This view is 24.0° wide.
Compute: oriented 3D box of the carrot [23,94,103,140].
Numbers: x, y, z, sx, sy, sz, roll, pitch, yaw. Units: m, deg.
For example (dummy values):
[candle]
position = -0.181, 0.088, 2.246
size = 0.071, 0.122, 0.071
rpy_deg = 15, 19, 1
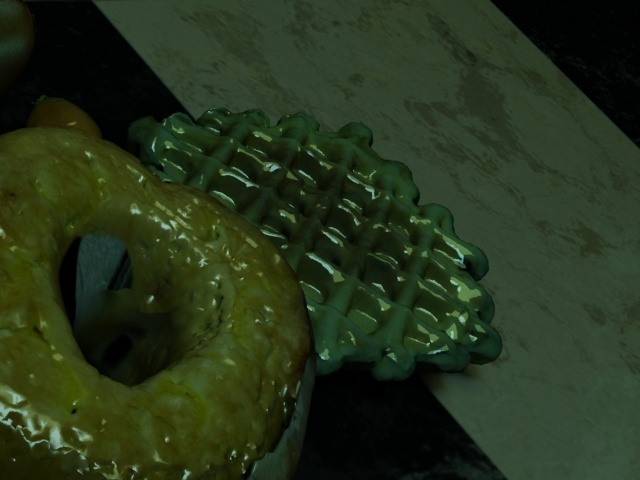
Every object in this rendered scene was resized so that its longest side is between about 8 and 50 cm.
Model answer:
[carrot]
position = -0.138, 0.001, 1.049
size = 0.062, 0.066, 0.271
rpy_deg = -31, 67, -11

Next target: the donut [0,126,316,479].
[donut]
position = -0.137, 0.074, 0.856
size = 0.299, 0.150, 0.317
rpy_deg = 10, 39, -40

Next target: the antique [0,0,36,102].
[antique]
position = -0.303, -0.112, 0.868
size = 0.278, 0.223, 0.129
rpy_deg = -19, 59, -42

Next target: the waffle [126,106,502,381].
[waffle]
position = 0.000, 0.000, 1.182
size = 0.309, 0.056, 0.292
rpy_deg = 0, 46, -44
